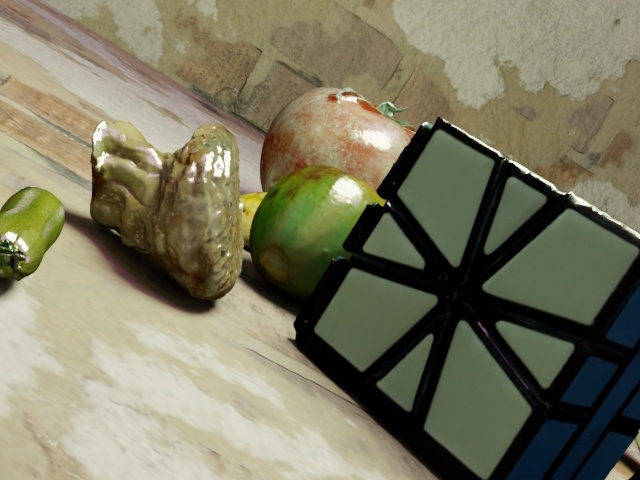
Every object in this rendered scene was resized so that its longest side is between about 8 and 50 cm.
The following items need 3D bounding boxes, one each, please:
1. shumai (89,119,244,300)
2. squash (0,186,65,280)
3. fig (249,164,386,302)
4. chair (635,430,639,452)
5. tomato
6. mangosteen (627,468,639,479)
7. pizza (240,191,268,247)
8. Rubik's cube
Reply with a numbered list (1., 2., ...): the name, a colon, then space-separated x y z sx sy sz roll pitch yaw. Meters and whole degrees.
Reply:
1. shumai: -0.150 -0.035 0.951 0.153 0.161 0.209 5 43 -1
2. squash: -0.222 -0.004 0.711 0.052 0.052 0.183 31 7 -13
3. fig: 0.000 0.000 1.171 0.181 0.181 0.191 36 36 24
4. chair: 0.425 0.238 1.515 0.186 0.319 0.160 -11 -4 14
5. tomato: 0.052 -0.114 1.618 0.317 0.282 0.316 34 11 -7
6. mangosteen: 0.217 0.226 0.586 0.250 0.211 0.211 3 -1 17
7. pizza: -0.042 -0.005 1.332 0.188 0.080 0.204 23 13 -48
8. Rubik's cube: 0.198 0.081 1.002 0.283 0.288 0.293 21 15 -50
